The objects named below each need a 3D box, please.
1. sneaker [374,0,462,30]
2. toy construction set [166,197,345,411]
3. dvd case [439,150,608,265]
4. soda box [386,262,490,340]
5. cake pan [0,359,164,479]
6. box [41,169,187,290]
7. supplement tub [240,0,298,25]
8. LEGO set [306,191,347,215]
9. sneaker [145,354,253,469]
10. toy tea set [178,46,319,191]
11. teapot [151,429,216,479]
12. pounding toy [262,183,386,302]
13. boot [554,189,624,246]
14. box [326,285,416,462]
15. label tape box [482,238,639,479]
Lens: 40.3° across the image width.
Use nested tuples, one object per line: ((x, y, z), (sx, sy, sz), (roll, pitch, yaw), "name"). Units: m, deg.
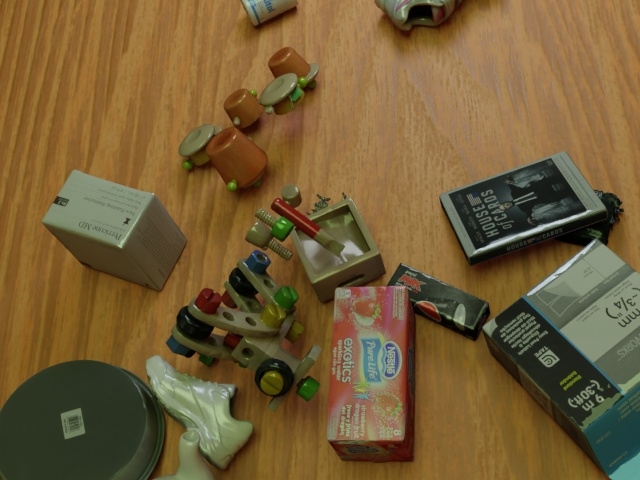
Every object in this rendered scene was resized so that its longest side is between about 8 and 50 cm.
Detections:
((0.242, -0.490, 1.749), (0.252, 0.103, 0.111), (-23, 64, 8), "sneaker")
((-0.065, 0.119, 1.396), (0.237, 0.257, 0.308), (35, 89, 6), "toy construction set")
((0.341, -0.058, 1.496), (0.239, 0.029, 0.179), (-19, 40, 3), "dvd case")
((0.196, 0.102, 1.463), (0.169, 0.053, 0.060), (24, 70, 24), "soda box")
((-0.410, 0.320, 1.454), (0.293, 0.054, 0.293), (-1, 52, 1), "cake pan")
((-0.370, -0.016, 1.587), (0.181, 0.182, 0.119), (16, 67, 20), "box")
((-0.110, -0.508, 1.851), (0.107, 0.071, 0.071), (-27, 60, -1), "supplement tub")
((0.013, -0.060, 1.615), (0.083, 0.023, 0.054), (-3, 63, -3), "LEGO set")
((-0.198, 0.267, 1.461), (0.115, 0.090, 0.232), (-39, 70, -16), "sneaker")
((-0.110, -0.227, 1.701), (0.336, 0.124, 0.200), (-45, 32, -8), "toy tea set")
((-0.228, 0.463, 1.297), (0.253, 0.187, 0.256), (-29, 61, -3), "teapot")
((-0.011, -0.001, 1.543), (0.181, 0.094, 0.206), (-25, 60, -1), "pounding toy")
((0.448, -0.043, 1.486), (0.121, 0.045, 0.099), (16, 65, 21), "boot")
((0.085, 0.212, 1.389), (0.123, 0.128, 0.256), (-2, 61, 12), "box")
((0.446, 0.189, 1.310), (0.241, 0.106, 0.333), (-37, 55, -7), "label tape box")
